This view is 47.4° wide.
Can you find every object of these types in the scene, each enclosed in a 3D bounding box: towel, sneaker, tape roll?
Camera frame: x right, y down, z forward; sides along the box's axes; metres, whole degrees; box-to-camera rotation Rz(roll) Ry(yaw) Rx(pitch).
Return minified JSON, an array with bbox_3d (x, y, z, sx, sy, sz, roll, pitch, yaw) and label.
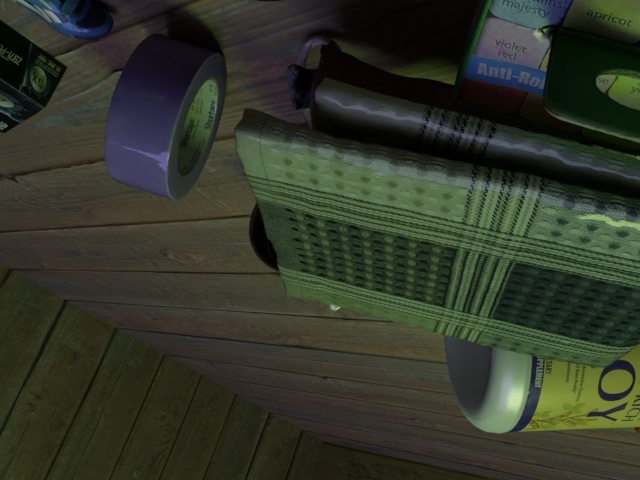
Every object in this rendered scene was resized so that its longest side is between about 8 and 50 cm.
[{"bbox_3d":[0.107,0.005,0.558,0.324,0.056,0.312,12,158,9],"label":"towel"},{"bbox_3d":[-0.314,-0.289,0.860,0.144,0.053,0.059,26,155,-17],"label":"sneaker"},{"bbox_3d":[-0.185,-0.150,0.893,0.080,0.189,0.189,18,157,3],"label":"tape roll"}]

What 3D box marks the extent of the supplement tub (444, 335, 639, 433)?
[{"bbox_3d":[0.337,0.107,0.887,0.331,0.241,0.241,-1,158,-5],"label":"supplement tub"}]

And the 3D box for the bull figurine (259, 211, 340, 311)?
[{"bbox_3d":[0.021,-0.027,0.909,0.188,0.101,0.310,52,-159,8],"label":"bull figurine"}]

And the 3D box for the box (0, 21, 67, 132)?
[{"bbox_3d":[-0.486,-0.244,1.070,0.147,0.078,0.180,35,153,-34],"label":"box"}]

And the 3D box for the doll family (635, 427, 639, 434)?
[{"bbox_3d":[0.591,0.251,1.189,0.118,0.163,0.263,33,154,-29],"label":"doll family"}]

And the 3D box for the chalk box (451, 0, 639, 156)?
[{"bbox_3d":[0.192,-0.164,0.416,0.180,0.289,0.179,18,157,5],"label":"chalk box"}]

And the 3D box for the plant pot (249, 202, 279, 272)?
[{"bbox_3d":[0.000,0.000,1.134,0.167,0.167,0.165,8,162,26],"label":"plant pot"}]

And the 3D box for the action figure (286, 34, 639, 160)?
[{"bbox_3d":[0.161,-0.096,0.734,0.370,0.276,0.248,-8,113,0],"label":"action figure"}]
